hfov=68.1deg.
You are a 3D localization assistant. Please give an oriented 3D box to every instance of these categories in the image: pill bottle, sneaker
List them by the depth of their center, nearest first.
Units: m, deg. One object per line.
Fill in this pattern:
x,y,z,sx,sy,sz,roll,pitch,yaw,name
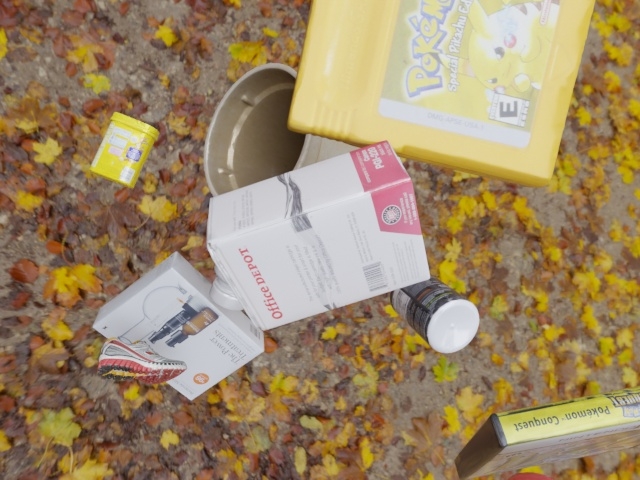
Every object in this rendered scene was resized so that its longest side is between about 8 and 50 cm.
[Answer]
0.245,0.147,1.104,0.130,0.246,0.131,-6,110,-17,pill bottle
-0.420,0.286,1.146,0.225,0.088,0.093,30,35,-45,sneaker
-0.191,0.053,1.183,0.131,0.131,0.229,20,107,-18,pill bottle

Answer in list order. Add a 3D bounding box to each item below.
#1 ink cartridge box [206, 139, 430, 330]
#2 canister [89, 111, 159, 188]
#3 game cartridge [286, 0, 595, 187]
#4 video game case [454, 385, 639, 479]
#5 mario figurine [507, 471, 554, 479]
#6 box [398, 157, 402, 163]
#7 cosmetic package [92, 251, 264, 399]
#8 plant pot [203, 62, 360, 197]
0.000,0.000,0.548,0.217,0.092,0.159,-19,131,3,ink cartridge box
-0.525,-0.239,1.266,0.126,0.073,0.170,22,83,-2,canister
0.145,-0.233,0.549,0.323,0.052,0.286,11,94,-10,game cartridge
0.302,0.233,0.565,0.248,0.275,0.035,-11,56,0,video game case
0.239,0.291,0.386,0.320,0.170,0.198,43,110,-14,mario figurine
0.123,-0.336,1.671,0.231,0.127,0.262,-29,120,8,box
-0.386,0.253,1.338,0.284,0.097,0.377,-35,118,12,cosmetic package
-0.056,-0.199,1.143,0.305,0.333,0.334,15,73,-51,plant pot
